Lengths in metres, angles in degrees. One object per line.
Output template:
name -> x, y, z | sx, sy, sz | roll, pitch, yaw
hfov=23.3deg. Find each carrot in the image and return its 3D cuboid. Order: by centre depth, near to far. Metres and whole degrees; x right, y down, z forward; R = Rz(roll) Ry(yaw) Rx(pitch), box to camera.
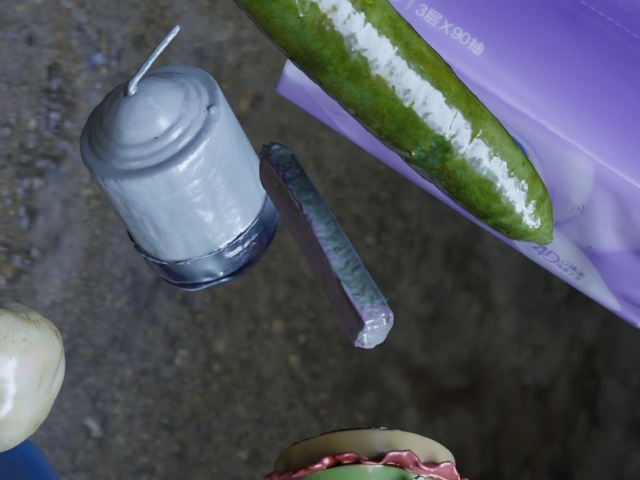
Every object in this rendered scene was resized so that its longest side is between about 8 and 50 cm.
carrot -> 0.017, -0.118, 0.882 | 0.358, 0.074, 0.074 | 45, 66, -21

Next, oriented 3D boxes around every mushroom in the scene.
mushroom -> -0.281, 0.115, 1.318 | 0.148, 0.112, 0.148 | -54, 167, -19

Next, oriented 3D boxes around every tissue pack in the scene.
tissue pack -> 0.175, -0.127, 1.155 | 0.338, 0.160, 0.242 | 33, 56, 2

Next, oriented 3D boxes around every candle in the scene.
candle -> -0.199, -0.102, 2.116 | 0.221, 0.221, 0.342 | -55, 140, -22

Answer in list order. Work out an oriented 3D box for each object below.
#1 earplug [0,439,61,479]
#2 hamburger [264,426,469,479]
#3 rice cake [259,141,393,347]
earplug -> -0.282, 0.294, 1.512 | 0.132, 0.273, 0.132 | -7, 106, -26
hamburger -> 0.038, 0.234, 1.199 | 0.175, 0.175, 0.137 | 28, 47, -40
rice cake -> 0.000, 0.000, 1.279 | 0.036, 0.207, 0.047 | -10, 144, -31
